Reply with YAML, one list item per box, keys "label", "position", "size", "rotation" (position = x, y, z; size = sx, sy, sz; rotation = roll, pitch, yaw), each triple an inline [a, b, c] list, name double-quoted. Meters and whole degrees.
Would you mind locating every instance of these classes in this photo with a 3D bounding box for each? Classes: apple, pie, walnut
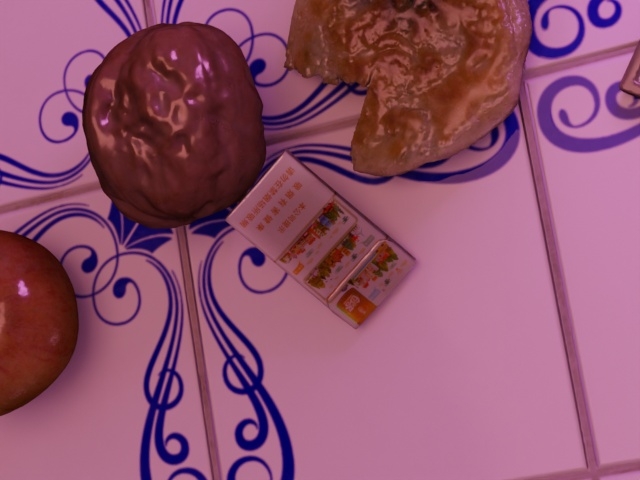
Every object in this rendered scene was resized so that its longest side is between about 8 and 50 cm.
- label: "apple"
  position: [-0.446, 0.113, 2.015]
  size: [0.260, 0.194, 0.261]
  rotation: [-3, 81, 20]
- label: "pie"
  position: [0.111, -0.249, 1.892]
  size: [0.337, 0.075, 0.338]
  rotation: [-3, 83, 21]
- label: "walnut"
  position: [-0.192, -0.153, 1.918]
  size: [0.226, 0.273, 0.273]
  rotation: [-9, 79, -11]

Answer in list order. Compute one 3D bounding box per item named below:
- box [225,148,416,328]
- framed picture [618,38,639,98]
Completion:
- label: "box"
  position: [0.000, 0.000, 1.881]
  size: [0.220, 0.032, 0.122]
  rotation: [40, 100, -9]
- label: "framed picture"
  position: [0.540, -0.227, 1.744]
  size: [0.314, 0.024, 0.232]
  rotation: [24, 92, 21]
